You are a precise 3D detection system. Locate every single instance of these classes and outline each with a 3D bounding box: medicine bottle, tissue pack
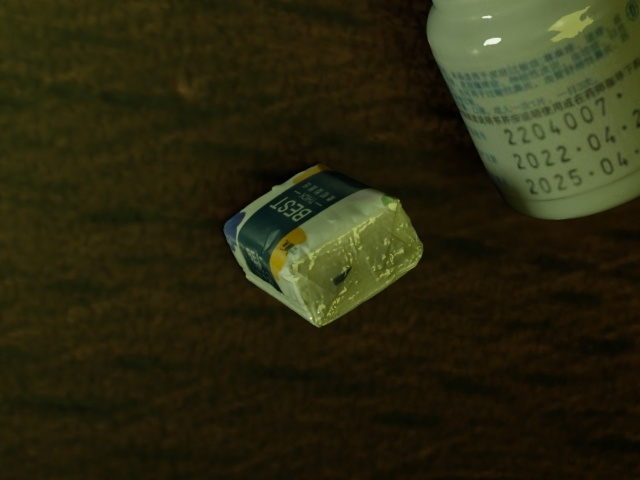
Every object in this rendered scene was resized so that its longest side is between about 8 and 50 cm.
[{"bbox_3d":[0.097,-0.102,0.740,0.105,0.105,0.168,-33,116,-12],"label":"medicine bottle"},{"bbox_3d":[0.000,0.000,0.737,0.062,0.083,0.042,-31,114,-13],"label":"tissue pack"}]
